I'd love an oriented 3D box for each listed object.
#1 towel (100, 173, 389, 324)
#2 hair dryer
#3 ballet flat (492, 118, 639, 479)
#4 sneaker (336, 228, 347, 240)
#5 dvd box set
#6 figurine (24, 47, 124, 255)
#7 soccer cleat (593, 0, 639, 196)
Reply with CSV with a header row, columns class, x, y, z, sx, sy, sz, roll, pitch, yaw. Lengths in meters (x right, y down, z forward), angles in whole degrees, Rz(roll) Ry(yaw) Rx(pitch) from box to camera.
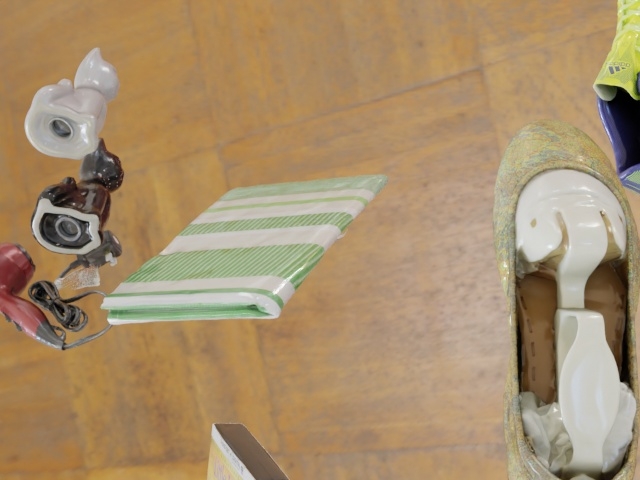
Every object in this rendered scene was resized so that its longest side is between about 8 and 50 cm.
class,x,y,z,sx,sy,sz,roll,pitch,yaw
towel,-0.084,0.007,1.441,0.248,0.325,0.038,-5,114,29
hair dryer,-0.398,0.072,1.514,0.293,0.223,0.080,-17,118,6
ballet flat,0.198,0.049,0.931,0.123,0.123,0.348,-14,65,40
sneaker,0.000,0.000,1.649,0.037,0.083,0.032,90,157,-71
dvd box set,-0.137,0.544,1.950,0.307,0.062,0.420,-152,67,-69
figurine,-0.300,-0.122,1.515,0.092,0.209,0.215,5,118,3
soccer cleat,0.318,-0.177,1.153,0.093,0.121,0.289,142,130,-61
